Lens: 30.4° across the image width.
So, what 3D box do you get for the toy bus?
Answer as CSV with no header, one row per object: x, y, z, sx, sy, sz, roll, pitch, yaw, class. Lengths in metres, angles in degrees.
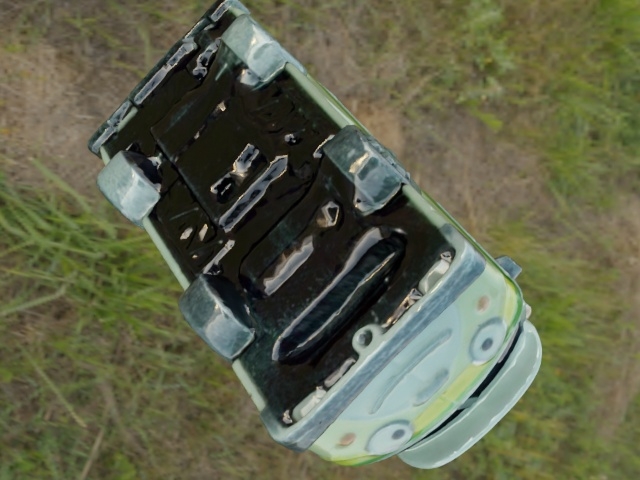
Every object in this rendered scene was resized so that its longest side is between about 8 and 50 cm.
0.000,0.000,0.643,0.133,0.276,0.165,-46,135,8,toy bus
